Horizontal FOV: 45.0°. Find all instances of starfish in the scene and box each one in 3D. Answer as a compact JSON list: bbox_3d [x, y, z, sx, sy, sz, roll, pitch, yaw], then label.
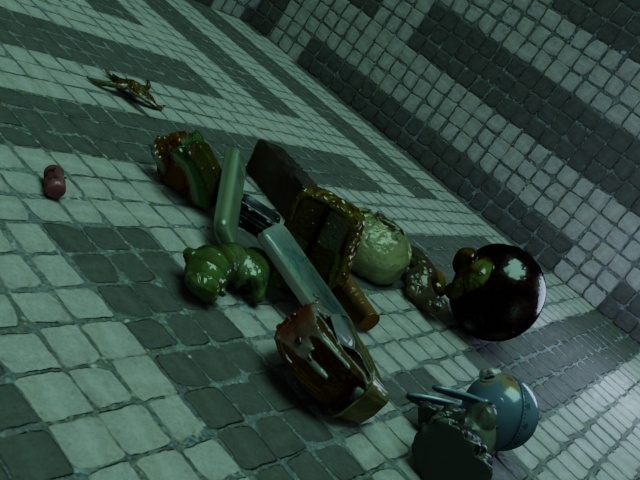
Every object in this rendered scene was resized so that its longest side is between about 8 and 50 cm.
[{"bbox_3d":[-0.528,-0.423,2.144,0.238,0.057,0.213,13,21,-48],"label":"starfish"}]

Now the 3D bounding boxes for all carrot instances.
[{"bbox_3d":[0.058,0.118,1.805,0.067,0.067,0.225,16,28,-43],"label":"carrot"}]

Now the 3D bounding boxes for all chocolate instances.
[{"bbox_3d":[-0.091,-0.148,2.131,0.112,0.112,0.321,16,25,-46],"label":"chocolate"}]

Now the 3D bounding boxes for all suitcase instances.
[{"bbox_3d":[-0.160,-0.058,1.877,0.126,0.059,0.086,34,20,-10],"label":"suitcase"}]

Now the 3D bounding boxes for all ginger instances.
[{"bbox_3d":[-0.170,0.063,1.534,0.290,0.089,0.137,12,55,-59],"label":"ginger"},{"bbox_3d":[0.282,0.110,2.152,0.122,0.084,0.290,36,25,-28],"label":"ginger"}]

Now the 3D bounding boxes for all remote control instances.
[{"bbox_3d":[-0.205,-0.101,1.770,0.309,0.038,0.090,-90,167,-47],"label":"remote control"}]

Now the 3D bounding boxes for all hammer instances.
[{"bbox_3d":[-0.502,-0.112,1.464,0.043,0.043,0.083,22,22,-33],"label":"hammer"}]

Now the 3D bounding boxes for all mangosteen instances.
[{"bbox_3d":[0.473,0.136,2.125,0.288,0.288,0.288,30,19,-12],"label":"mangosteen"}]

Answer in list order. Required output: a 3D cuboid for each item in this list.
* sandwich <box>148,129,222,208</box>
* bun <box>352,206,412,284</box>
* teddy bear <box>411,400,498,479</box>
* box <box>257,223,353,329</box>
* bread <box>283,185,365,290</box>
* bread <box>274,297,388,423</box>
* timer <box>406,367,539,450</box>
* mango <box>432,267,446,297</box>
[{"bbox_3d":[-0.313,-0.157,1.791,0.109,0.160,0.185,-58,136,-52],"label":"sandwich"},{"bbox_3d":[0.137,-0.002,2.096,0.259,0.152,0.259,33,19,-13],"label":"bun"},{"bbox_3d":[0.254,0.358,1.441,0.171,0.144,0.251,32,16,14],"label":"teddy bear"},{"bbox_3d":[-0.029,0.091,1.637,0.285,0.044,0.142,54,14,0],"label":"box"},{"bbox_3d":[0.000,0.000,1.739,0.181,0.222,0.096,25,15,12],"label":"bread"},{"bbox_3d":[0.013,0.219,1.400,0.212,0.142,0.224,41,13,-31],"label":"bread"},{"bbox_3d":[0.334,0.327,1.605,0.255,0.175,0.175,37,19,-5],"label":"timer"},{"bbox_3d":[0.331,0.124,2.246,0.080,0.060,0.114,18,31,-28],"label":"mango"}]
